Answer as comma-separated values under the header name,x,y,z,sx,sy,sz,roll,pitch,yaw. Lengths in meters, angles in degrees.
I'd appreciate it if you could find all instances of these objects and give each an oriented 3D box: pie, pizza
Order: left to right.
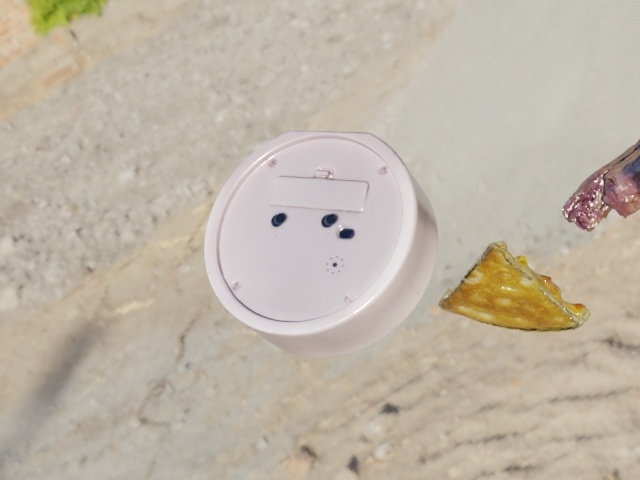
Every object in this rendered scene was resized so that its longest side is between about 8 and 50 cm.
name,x,y,z,sx,sy,sz,roll,pitch,yaw
pizza,0.211,0.051,1.404,0.184,0.176,0.036,-1,50,33
pie,0.379,-0.087,1.378,0.204,0.054,0.219,-40,-1,-4

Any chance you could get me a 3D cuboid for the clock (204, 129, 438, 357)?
name,x,y,z,sx,sy,sz,roll,pitch,yaw
clock,0.000,0.000,1.027,0.197,0.068,0.197,-10,63,20
